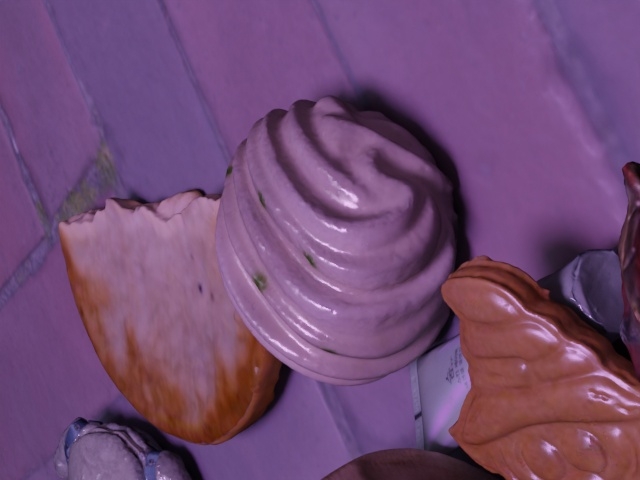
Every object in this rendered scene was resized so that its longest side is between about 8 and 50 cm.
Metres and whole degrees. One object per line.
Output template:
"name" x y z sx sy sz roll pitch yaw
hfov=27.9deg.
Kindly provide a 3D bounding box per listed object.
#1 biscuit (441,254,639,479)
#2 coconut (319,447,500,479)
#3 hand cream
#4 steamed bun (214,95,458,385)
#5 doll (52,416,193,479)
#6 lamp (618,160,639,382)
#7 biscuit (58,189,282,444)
"biscuit" 0.142 0.117 0.665 0.250 0.035 0.162 53 147 0
"coconut" 0.047 0.225 0.733 0.224 0.224 0.224 23 120 47
"hand cream" 0.103 0.069 0.734 0.205 0.050 0.078 -45 44 53
"steamed bun" 0.000 0.000 0.794 0.183 0.106 0.182 24 122 48
"doll" -0.173 0.213 1.132 0.214 0.072 0.103 15 115 46
"lamp" 0.216 0.008 0.479 0.215 0.151 0.223 49 135 25
"biscuit" -0.110 0.060 1.019 0.309 0.040 0.204 -5 98 54
